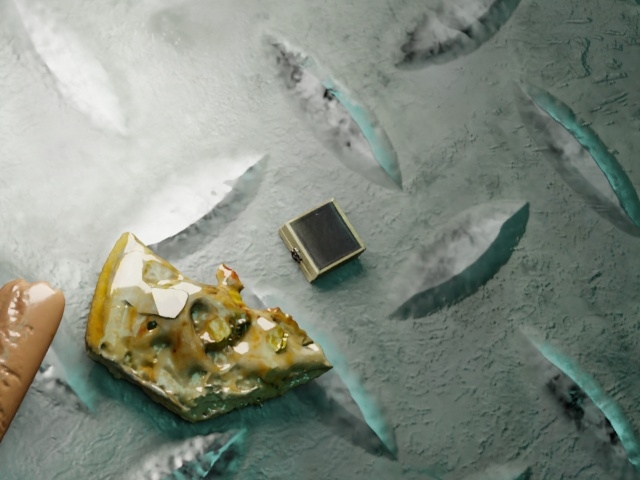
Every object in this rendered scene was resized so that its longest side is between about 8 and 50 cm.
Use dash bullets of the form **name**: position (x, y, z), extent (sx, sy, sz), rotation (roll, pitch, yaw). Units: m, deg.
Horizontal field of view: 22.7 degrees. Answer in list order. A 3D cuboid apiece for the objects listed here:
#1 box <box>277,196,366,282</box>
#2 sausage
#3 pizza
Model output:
- **box**: position (0.000, 0.000, 1.973), extent (0.083, 0.035, 0.079), rotation (-29, 81, -26)
- **sausage**: position (-0.372, 0.168, 1.756), extent (0.086, 0.086, 0.289), rotation (27, 64, -7)
- **pizza**: position (-0.131, 0.116, 1.865), extent (0.297, 0.071, 0.189), rotation (28, 63, -7)
